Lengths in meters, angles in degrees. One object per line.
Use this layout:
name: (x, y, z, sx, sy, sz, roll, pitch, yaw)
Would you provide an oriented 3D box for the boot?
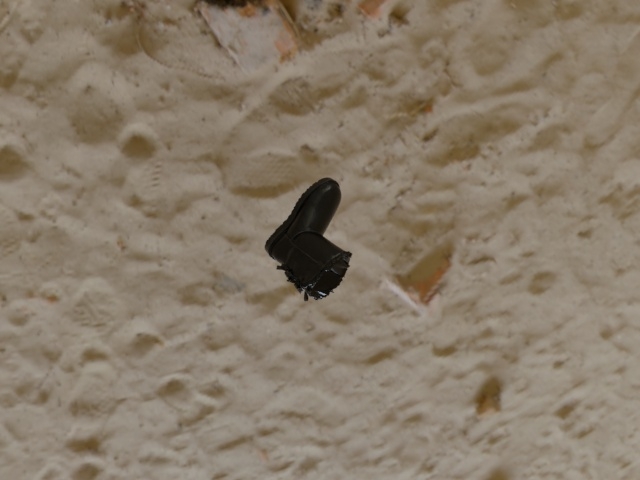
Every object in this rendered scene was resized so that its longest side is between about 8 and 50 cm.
boot: (0.000, -0.001, 0.984, 0.121, 0.099, 0.045, -49, 135, 1)
